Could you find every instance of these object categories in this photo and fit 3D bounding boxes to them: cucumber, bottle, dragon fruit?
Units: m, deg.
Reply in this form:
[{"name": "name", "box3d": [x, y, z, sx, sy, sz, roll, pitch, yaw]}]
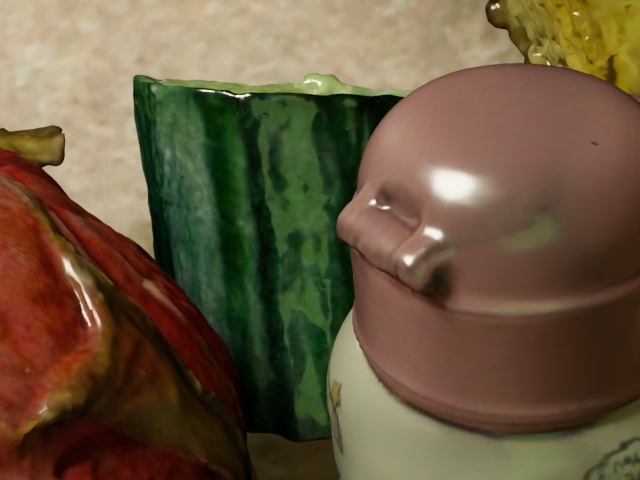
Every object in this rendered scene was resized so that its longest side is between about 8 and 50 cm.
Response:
[{"name": "cucumber", "box3d": [0.000, 0.000, 0.612, 0.116, 0.062, 0.115, -6, 100, 6]}, {"name": "bottle", "box3d": [0.058, 0.061, 0.542, 0.110, 0.110, 0.233, -3, 124, 4]}, {"name": "dragon fruit", "box3d": [-0.066, 0.096, 0.544, 0.148, 0.224, 0.218, 18, 114, -1]}]

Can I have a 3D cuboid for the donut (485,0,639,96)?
[{"name": "donut", "box3d": [0.167, -0.007, 0.588, 0.152, 0.101, 0.259, -25, 89, 0]}]
